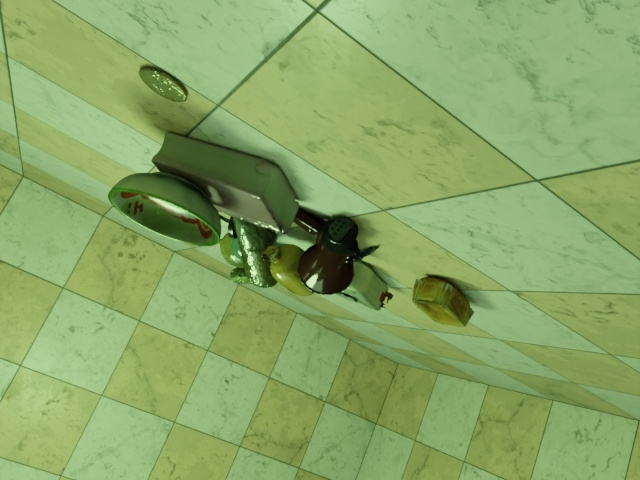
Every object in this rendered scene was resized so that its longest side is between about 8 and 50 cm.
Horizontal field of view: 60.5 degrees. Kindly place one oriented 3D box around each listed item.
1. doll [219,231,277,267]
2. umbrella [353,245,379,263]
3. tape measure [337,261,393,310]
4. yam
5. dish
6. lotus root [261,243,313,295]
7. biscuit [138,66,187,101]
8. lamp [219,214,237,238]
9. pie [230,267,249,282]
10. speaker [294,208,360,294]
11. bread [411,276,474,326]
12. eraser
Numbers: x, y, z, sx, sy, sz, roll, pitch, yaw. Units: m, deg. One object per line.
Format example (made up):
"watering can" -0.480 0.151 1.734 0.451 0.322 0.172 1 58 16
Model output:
"doll" -0.297 0.025 2.183 0.177 0.162 0.260 28 162 -21
"umbrella" 0.149 0.052 1.853 0.044 0.044 0.269 59 159 -2
"tape measure" 0.118 0.164 2.107 0.265 0.130 0.258 15 165 30
"yam" -0.235 0.014 1.949 0.133 0.133 0.330 14 134 31
"dish" -0.416 -0.109 1.547 0.324 0.124 0.324 16 160 6
"lotus root" -0.088 0.106 1.951 0.130 0.146 0.303 -20 141 21
"biscuit" -0.359 -0.354 1.251 0.120 0.015 0.120 22 165 6
"lamp" -0.429 -0.151 2.012 0.371 0.109 0.130 35 180 14
"pie" -0.222 0.121 2.298 0.306 0.071 0.306 -13 -171 2
"speaker" 0.018 -0.004 1.753 0.259 0.198 0.330 59 161 24
"bread" 0.413 0.207 1.852 0.136 0.107 0.241 6 158 41
"eraser" -0.263 -0.161 1.577 0.359 0.122 0.272 18 161 20
